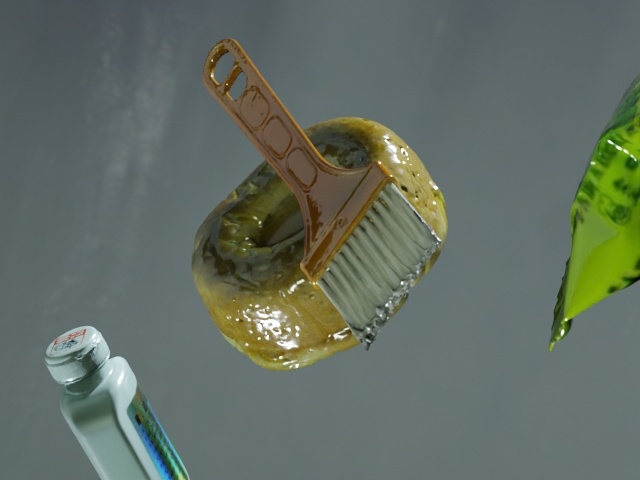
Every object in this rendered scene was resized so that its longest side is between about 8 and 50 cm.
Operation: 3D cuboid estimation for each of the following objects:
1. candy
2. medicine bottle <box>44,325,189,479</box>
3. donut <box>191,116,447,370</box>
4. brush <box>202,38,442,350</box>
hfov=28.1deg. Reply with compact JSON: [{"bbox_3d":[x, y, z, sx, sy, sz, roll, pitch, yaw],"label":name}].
[{"bbox_3d":[0.174,-0.048,0.631,0.149,0.069,0.246,-56,175,-37],"label":"candy"},{"bbox_3d":[-0.224,0.203,1.404,0.121,0.083,0.229,-98,166,-67],"label":"medicine bottle"},{"bbox_3d":[0.000,0.000,1.245,0.261,0.208,0.128,-48,133,-14],"label":"donut"},{"bbox_3d":[-0.017,-0.055,0.860,0.017,0.314,0.090,20,112,-40],"label":"brush"}]
